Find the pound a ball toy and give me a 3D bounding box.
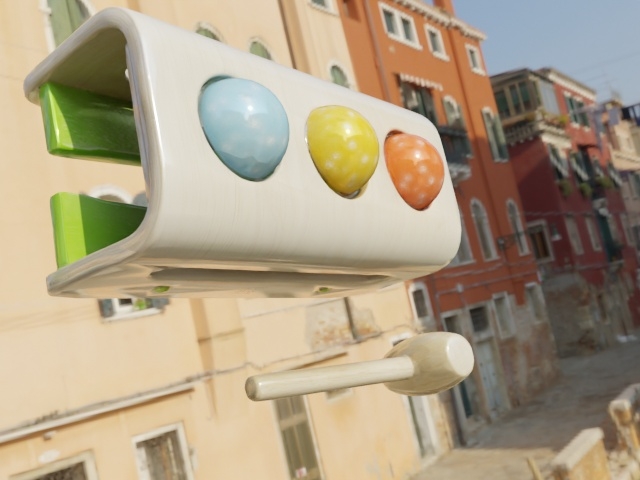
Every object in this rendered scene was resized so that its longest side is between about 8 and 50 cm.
[{"bbox_3d":[0.000,0.000,0.470,0.136,0.208,0.319,-22,-18,36],"label":"pound a ball toy"}]
